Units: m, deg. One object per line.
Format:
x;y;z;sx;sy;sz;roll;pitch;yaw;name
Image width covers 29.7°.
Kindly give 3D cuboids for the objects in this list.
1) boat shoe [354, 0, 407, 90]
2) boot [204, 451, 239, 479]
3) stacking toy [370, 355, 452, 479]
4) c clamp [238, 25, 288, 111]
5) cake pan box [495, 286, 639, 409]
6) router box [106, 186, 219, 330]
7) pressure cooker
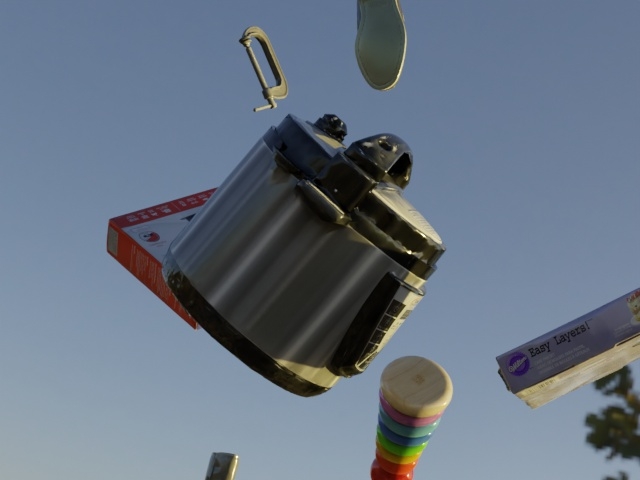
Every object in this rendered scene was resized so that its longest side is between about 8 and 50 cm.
0.095;-0.332;1.871;0.081;0.228;0.068;-8;-15;13;boat shoe
-0.214;0.563;2.598;0.076;0.208;0.189;36;-21;-30;boot
0.165;0.383;2.390;0.141;0.141;0.330;14;-47;5;stacking toy
-0.102;-0.304;2.120;0.022;0.161;0.137;-23;-5;30;c clamp
0.393;0.162;1.772;0.267;0.070;0.246;-28;-20;10;cake pan box
-0.201;0.020;2.391;0.301;0.335;0.082;36;-51;34;router box
-0.005;-0.004;1.958;0.375;0.420;0.370;36;7;-34;pressure cooker
